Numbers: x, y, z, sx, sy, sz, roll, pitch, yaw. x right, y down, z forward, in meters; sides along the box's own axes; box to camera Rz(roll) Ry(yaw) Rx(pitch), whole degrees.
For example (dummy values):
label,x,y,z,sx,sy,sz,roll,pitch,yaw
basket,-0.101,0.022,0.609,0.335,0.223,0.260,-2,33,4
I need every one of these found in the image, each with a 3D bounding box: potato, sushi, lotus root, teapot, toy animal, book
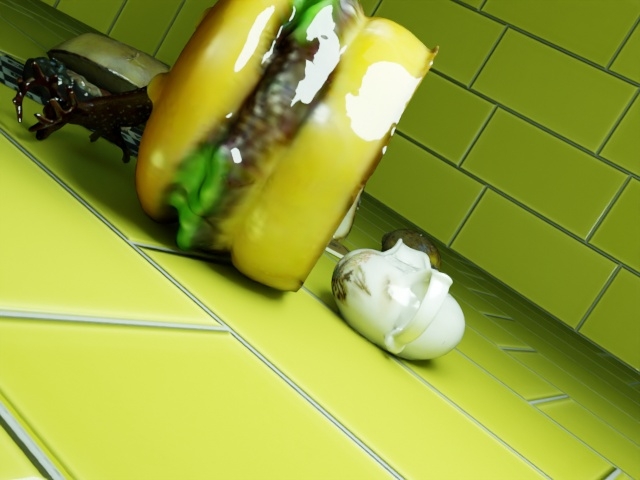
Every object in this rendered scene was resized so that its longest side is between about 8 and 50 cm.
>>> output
label,x,y,z,sx,sy,sz,roll,pitch,yaw
potato,-0.381,-0.329,1.522,0.239,0.116,0.299,20,-10,45
sushi,-0.441,-0.278,1.412,0.339,0.068,0.320,29,9,-16
lotus root,0.210,0.032,1.788,0.120,0.120,0.209,25,11,-37
teapot,0.117,0.081,1.076,0.204,0.139,0.298,32,7,-12
toy animal,-0.297,-0.191,1.091,0.087,0.244,0.260,62,-14,12
book,0.000,0.000,1.558,0.172,0.012,0.118,28,10,-23

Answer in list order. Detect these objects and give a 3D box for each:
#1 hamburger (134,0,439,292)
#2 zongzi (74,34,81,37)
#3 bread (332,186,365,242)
label,x,y,z,sx,sy,sz,roll,pitch,yaw
hamburger,-0.066,-0.140,0.980,0.277,0.395,0.396,31,8,-1
zongzi,-0.482,-0.399,1.828,0.242,0.112,0.221,31,7,-12
bread,0.019,-0.134,1.725,0.184,0.211,0.224,36,1,-18
